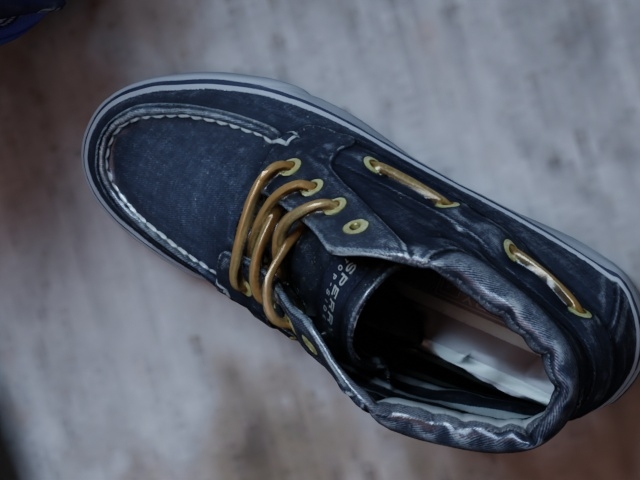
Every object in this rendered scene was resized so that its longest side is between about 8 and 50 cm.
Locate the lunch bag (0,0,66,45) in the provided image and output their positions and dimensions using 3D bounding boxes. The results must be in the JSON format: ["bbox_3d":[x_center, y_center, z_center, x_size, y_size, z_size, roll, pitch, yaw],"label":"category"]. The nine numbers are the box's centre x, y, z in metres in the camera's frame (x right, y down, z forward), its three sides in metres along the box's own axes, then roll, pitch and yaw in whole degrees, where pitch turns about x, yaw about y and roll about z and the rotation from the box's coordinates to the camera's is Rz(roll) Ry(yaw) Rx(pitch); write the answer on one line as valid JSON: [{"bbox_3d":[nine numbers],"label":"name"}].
[{"bbox_3d":[-0.125,-0.182,0.473,0.115,0.243,0.303,19,102,19],"label":"lunch bag"}]

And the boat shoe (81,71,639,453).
[{"bbox_3d":[0.000,0.000,0.530,0.183,0.083,0.065,22,104,18],"label":"boat shoe"}]
